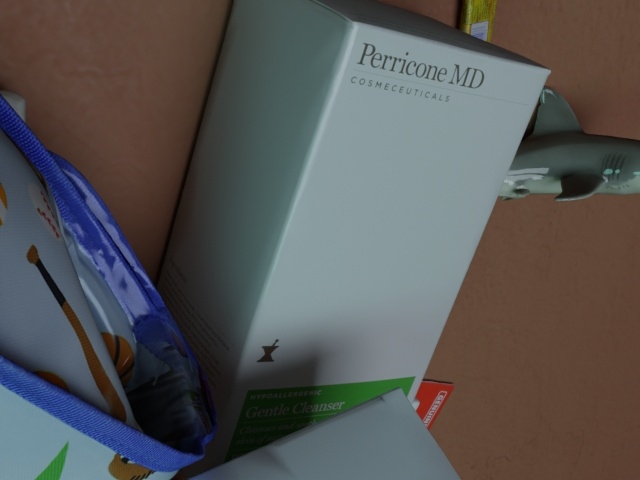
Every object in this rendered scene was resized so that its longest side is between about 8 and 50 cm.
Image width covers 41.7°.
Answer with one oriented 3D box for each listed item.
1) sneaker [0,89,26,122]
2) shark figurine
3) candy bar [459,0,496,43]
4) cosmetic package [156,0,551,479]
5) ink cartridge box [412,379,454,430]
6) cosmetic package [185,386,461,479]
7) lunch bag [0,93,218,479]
[{"bbox_3d":[-0.256,-0.006,0.523,0.094,0.080,0.212,23,103,-29],"label":"sneaker"},{"bbox_3d":[0.205,-0.092,0.813,0.278,0.166,0.116,-3,94,-16],"label":"shark figurine"},{"bbox_3d":[0.134,-0.206,0.718,0.040,0.018,0.161,-16,127,-24],"label":"candy bar"},{"bbox_3d":[0.000,0.000,0.657,0.197,0.155,0.365,1,118,-36],"label":"cosmetic package"},{"bbox_3d":[0.027,0.272,0.918,0.239,0.060,0.275,16,107,-41],"label":"ink cartridge box"},{"bbox_3d":[-0.107,0.267,0.578,0.284,0.097,0.377,-17,153,-39],"label":"cosmetic package"},{"bbox_3d":[-0.263,0.064,0.387,0.328,0.238,0.385,-27,142,3],"label":"lunch bag"}]
